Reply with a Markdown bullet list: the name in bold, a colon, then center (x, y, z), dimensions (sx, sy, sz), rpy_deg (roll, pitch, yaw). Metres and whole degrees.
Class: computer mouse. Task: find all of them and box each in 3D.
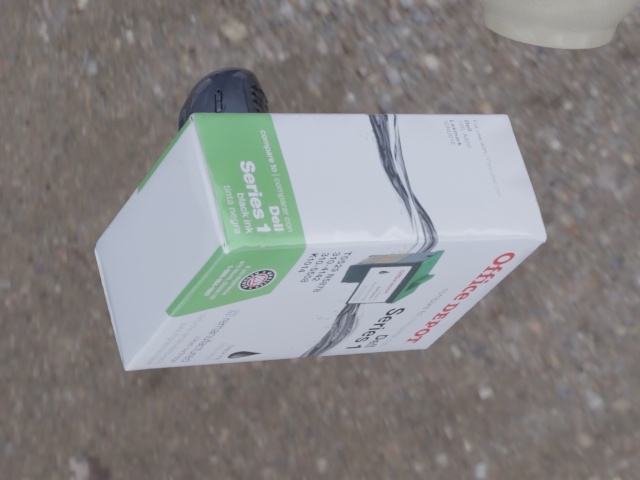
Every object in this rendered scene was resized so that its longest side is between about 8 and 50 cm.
- **computer mouse**: center (-0.074, -0.055, 1.410), dimensions (0.071, 0.242, 0.041), rpy_deg (-11, 130, 7)

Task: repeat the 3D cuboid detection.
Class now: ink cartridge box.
- **ink cartridge box**: center (0.000, 0.000, 1.142), dimensions (0.219, 0.093, 0.160), rpy_deg (-2, 153, -30)

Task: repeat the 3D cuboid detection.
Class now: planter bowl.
- **planter bowl**: center (0.170, -0.201, 1.371), dimensions (0.162, 0.162, 0.109), rpy_deg (2, 113, -10)
